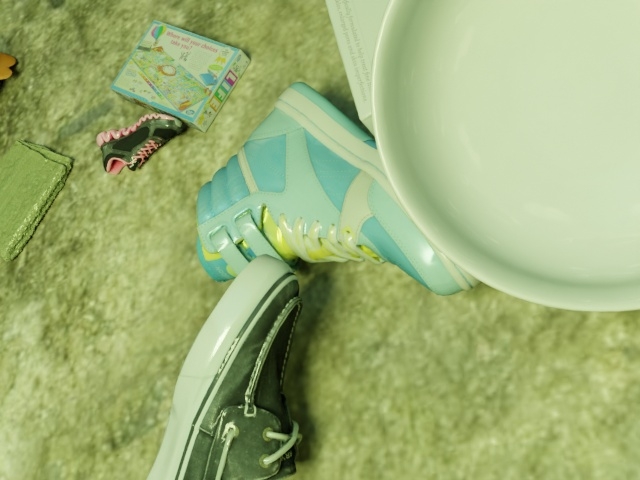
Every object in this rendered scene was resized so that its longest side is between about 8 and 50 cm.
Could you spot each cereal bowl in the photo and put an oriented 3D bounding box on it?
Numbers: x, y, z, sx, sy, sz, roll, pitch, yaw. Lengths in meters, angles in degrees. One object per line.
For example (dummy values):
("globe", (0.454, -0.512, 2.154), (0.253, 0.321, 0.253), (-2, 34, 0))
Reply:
("cereal bowl", (0.215, -0.119, 0.788), (0.339, 0.141, 0.338), (2, 99, 11))

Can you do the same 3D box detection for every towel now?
("towel", (-0.375, -0.052, 1.241), (0.110, 0.027, 0.148), (22, 77, 33))

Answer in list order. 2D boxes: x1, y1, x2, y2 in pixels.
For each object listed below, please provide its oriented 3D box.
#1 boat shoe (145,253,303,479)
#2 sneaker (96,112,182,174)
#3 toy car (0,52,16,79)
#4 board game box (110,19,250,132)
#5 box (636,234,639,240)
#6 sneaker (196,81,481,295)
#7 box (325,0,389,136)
("boat shoe", (-0.072, 0.182, 0.907), (0.119, 0.121, 0.335), (23, 99, 18))
("sneaker", (-0.209, -0.109, 1.173), (0.119, 0.047, 0.057), (-17, 66, 29))
("toy car", (-0.491, -0.187, 1.298), (0.238, 0.219, 0.210), (-35, 49, -26))
("board game box", (-0.169, -0.198, 1.202), (0.154, 0.026, 0.103), (26, 80, 35))
("box", (0.375, 0.043, 0.781), (0.159, 0.044, 0.233), (-39, 55, 6))
("sneaker", (0.000, 0.000, 0.958), (0.208, 0.127, 0.319), (-44, 45, 0))
("box", (0.121, -0.194, 0.988), (0.182, 0.119, 0.181), (-23, 57, 17))
